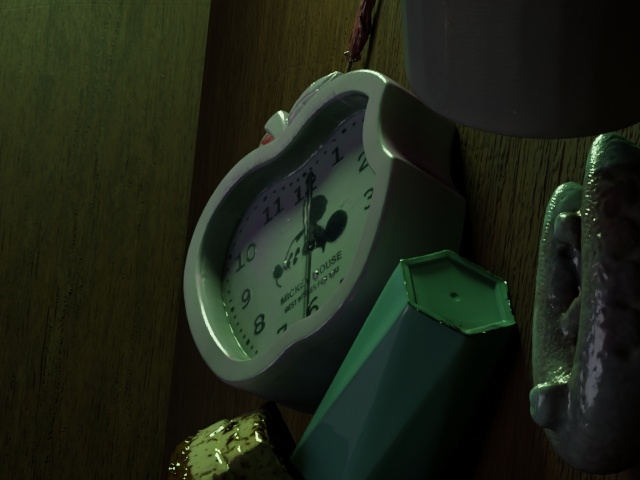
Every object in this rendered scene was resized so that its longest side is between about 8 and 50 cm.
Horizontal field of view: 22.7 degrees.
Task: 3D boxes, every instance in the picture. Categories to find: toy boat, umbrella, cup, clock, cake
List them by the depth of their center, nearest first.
[{"bbox_3d":[0.177,0.045,1.072,0.155,0.085,0.227,122,151,-63],"label":"toy boat"},{"bbox_3d":[0.075,0.128,1.396,0.148,0.134,0.236,-55,-11,-51],"label":"cup"},{"bbox_3d":[-0.045,0.282,1.469,0.246,0.112,0.135,63,-174,1],"label":"cake"},{"bbox_3d":[0.000,0.000,1.578,0.338,0.102,0.338,-34,42,38],"label":"clock"},{"bbox_3d":[0.053,-0.270,1.941,0.027,0.025,0.165,-67,-6,-60],"label":"umbrella"}]

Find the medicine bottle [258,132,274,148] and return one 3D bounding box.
[{"bbox_3d":[-0.023,-0.090,2.062,0.217,0.090,0.090,-126,43,-71],"label":"medicine bottle"}]

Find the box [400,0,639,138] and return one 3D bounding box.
[{"bbox_3d":[0.157,-0.180,1.004,0.291,0.262,0.206,-122,25,-56],"label":"box"}]
